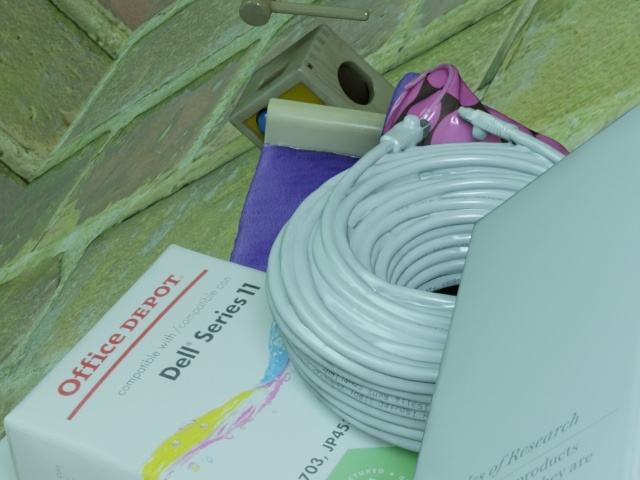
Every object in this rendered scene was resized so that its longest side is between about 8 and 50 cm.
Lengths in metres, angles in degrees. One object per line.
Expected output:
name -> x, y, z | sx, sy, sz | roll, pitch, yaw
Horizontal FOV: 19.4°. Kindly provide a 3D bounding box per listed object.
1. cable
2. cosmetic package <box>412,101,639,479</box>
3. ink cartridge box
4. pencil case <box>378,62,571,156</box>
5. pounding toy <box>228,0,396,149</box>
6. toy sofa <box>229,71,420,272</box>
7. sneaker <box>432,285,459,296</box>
cable -> 0.093, 0.030, 1.167 | 0.257, 0.089, 0.257 | 28, 45, 36
cosmetic package -> 0.166, 0.157, 0.848 | 0.161, 0.230, 0.453 | -37, 21, 35
ink cartridge box -> -0.059, 0.126, 1.224 | 0.354, 0.119, 0.207 | 16, 42, 25
pencil case -> 0.144, -0.053, 1.354 | 0.095, 0.209, 0.098 | -37, 31, 49
pounding toy -> -0.016, -0.170, 1.966 | 0.181, 0.206, 0.094 | -31, 26, 43
toy sofa -> 0.000, 0.000, 1.555 | 0.362, 0.150, 0.177 | -76, -8, -55
sneaker -> 0.083, 0.119, 1.369 | 0.145, 0.090, 0.270 | 13, -85, -74
